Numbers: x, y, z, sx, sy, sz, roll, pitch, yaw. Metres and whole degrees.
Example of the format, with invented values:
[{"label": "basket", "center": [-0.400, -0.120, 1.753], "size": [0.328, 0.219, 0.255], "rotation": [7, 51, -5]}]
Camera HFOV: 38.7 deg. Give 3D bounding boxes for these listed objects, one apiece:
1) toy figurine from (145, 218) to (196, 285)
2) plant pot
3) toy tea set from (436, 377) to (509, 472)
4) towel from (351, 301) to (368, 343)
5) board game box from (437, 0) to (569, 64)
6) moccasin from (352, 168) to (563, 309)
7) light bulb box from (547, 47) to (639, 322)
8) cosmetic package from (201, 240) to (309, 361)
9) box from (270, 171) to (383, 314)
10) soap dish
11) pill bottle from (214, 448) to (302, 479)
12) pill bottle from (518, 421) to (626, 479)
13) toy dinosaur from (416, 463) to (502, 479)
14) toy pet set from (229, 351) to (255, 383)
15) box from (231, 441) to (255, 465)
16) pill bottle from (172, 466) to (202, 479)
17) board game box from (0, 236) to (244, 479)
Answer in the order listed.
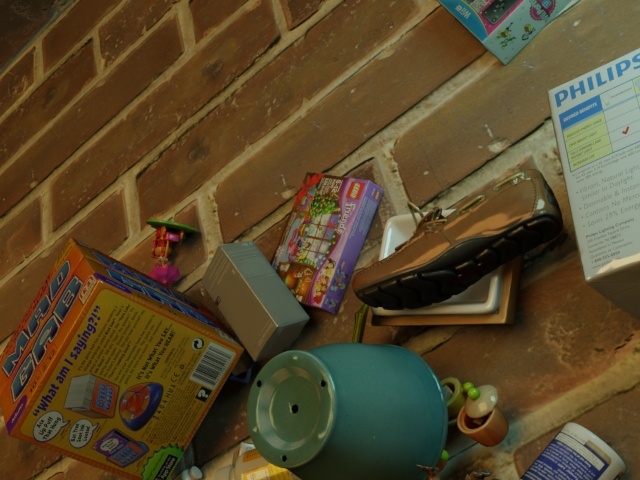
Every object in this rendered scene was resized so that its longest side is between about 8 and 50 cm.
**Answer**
[{"label": "toy figurine", "center": [-0.399, 0.039, 2.312], "size": [0.173, 0.130, 0.159], "rotation": [-6, 73, 65]}, {"label": "plant pot", "center": [0.026, 0.287, 1.493], "size": [0.272, 0.255, 0.271], "rotation": [-14, 68, 37]}, {"label": "toy tea set", "center": [0.163, 0.315, 1.589], "size": [0.336, 0.124, 0.200], "rotation": [-33, 28, 24]}, {"label": "towel", "center": [0.061, 0.220, 1.726], "size": [0.021, 0.102, 0.237], "rotation": [13, 112, 6]}, {"label": "board game box", "center": [0.411, -0.545, 1.879], "size": [0.303, 0.097, 0.224], "rotation": [-46, 45, 15]}, {"label": "moccasin", "center": [0.219, -0.001, 1.561], "size": [0.380, 0.139, 0.147], "rotation": [-34, 49, 24]}, {"label": "light bulb box", "center": [0.580, -0.113, 1.398], "size": [0.358, 0.225, 0.361], "rotation": [-24, 53, 33]}, {"label": "cosmetic package", "center": [-0.142, 0.127, 1.954], "size": [0.238, 0.107, 0.127], "rotation": [52, 130, 29]}, {"label": "box", "center": [0.000, 0.000, 1.990], "size": [0.201, 0.057, 0.293], "rotation": [12, 77, 45]}, {"label": "soap dish", "center": [0.243, 0.056, 1.695], "size": [0.291, 0.118, 0.229], "rotation": [-6, 64, 41]}, {"label": "pill bottle", "center": [-0.086, 0.436, 1.692], "size": [0.208, 0.117, 0.117], "rotation": [-22, 53, 13]}, {"label": "pill bottle", "center": [0.363, 0.380, 1.385], "size": [0.186, 0.112, 0.112], "rotation": [-46, 42, -10]}, {"label": "toy dinosaur", "center": [0.204, 0.454, 1.378], "size": [0.296, 0.127, 0.200], "rotation": [138, 135, -85]}, {"label": "toy pet set", "center": [-0.156, 0.256, 2.013], "size": [0.122, 0.065, 0.114], "rotation": [-29, 16, 25]}, {"label": "box", "center": [-0.164, 0.509, 1.826], "size": [0.145, 0.038, 0.186], "rotation": [118, 160, -65]}, {"label": "pill bottle", "center": [-0.297, 0.529, 1.990], "size": [0.083, 0.043, 0.043], "rotation": [-43, 46, 18]}, {"label": "board game box", "center": [-0.452, 0.261, 1.994], "size": [0.356, 0.356, 0.356], "rotation": [-59, 28, 1]}]
